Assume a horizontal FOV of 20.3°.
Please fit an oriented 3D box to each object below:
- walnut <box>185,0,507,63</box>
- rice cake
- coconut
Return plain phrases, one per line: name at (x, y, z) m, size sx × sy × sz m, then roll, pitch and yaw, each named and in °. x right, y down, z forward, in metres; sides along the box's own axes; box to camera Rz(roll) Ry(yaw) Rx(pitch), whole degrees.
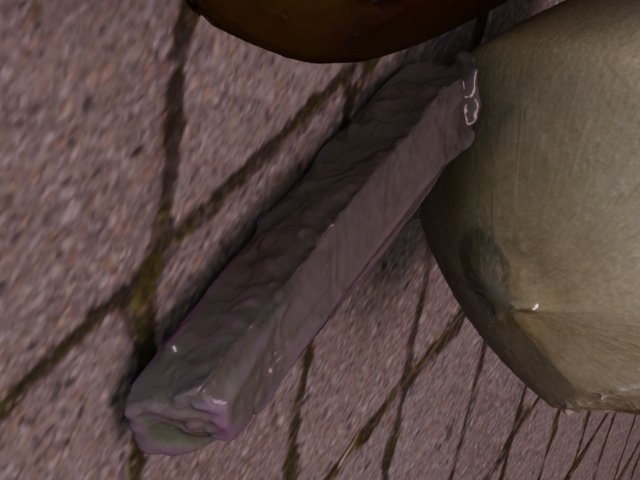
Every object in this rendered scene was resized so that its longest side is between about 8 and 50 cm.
walnut at (0.017, -0.124, 0.560) m, size 0.245 × 0.137 × 0.137 m, roll -31°, pitch 141°, yaw -62°
rice cake at (0.001, 0.000, 0.802) m, size 0.270 × 0.049 × 0.055 m, roll -52°, pitch 136°, yaw -39°
coconut at (0.168, -0.022, 0.957) m, size 0.247 × 0.245 × 0.245 m, roll -26°, pitch 142°, yaw -31°
